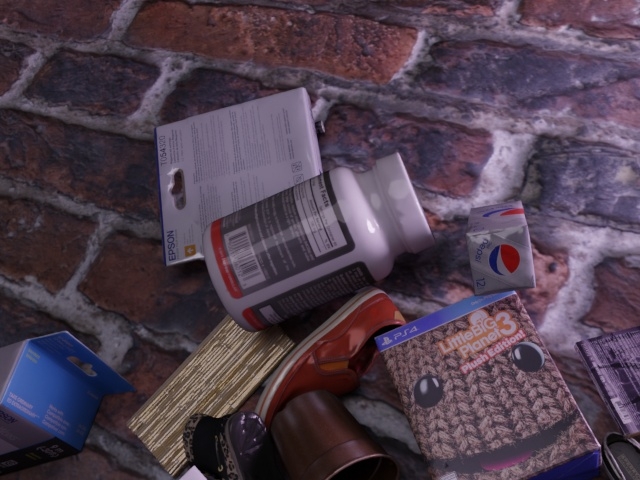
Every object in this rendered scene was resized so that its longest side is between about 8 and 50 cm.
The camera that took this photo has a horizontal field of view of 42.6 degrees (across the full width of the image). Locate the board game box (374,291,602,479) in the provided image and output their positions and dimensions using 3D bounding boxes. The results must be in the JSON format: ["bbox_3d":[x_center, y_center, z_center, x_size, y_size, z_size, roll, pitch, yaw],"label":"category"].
[{"bbox_3d":[0.248,0.248,1.239,0.232,0.141,0.291,-25,54,3],"label":"board game box"}]

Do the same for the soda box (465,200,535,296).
[{"bbox_3d":[0.285,0.005,1.301,0.091,0.286,0.098,-9,97,14],"label":"soda box"}]

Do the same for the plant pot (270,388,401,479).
[{"bbox_3d":[0.011,0.331,1.268,0.167,0.167,0.165,-35,46,-5],"label":"plant pot"}]

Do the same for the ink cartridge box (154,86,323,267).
[{"bbox_3d":[-0.158,-0.118,1.632,0.330,0.071,0.324,-13,66,11],"label":"ink cartridge box"}]

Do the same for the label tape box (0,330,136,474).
[{"bbox_3d":[-0.529,0.295,1.412,0.347,0.249,0.115,-16,55,9],"label":"label tape box"}]

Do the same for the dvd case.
[{"bbox_3d":[0.516,0.194,1.221,0.221,0.018,0.165,-14,49,-5],"label":"dvd case"}]

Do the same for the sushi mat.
[{"bbox_3d":[-0.195,0.255,1.465,0.151,0.019,0.316,34,74,34],"label":"sushi mat"}]

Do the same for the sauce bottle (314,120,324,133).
[{"bbox_3d":[-0.055,-0.220,1.705,0.128,0.042,0.042,-12,56,10],"label":"sauce bottle"}]

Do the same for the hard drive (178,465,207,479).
[{"bbox_3d":[-0.153,0.507,1.168,0.203,0.040,0.307,-41,83,-24],"label":"hard drive"}]

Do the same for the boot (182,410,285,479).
[{"bbox_3d":[-0.136,0.385,1.318,0.178,0.085,0.237,-11,93,53],"label":"boot"}]

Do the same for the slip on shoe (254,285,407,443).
[{"bbox_3d":[0.015,0.217,1.361,0.331,0.123,0.101,-43,59,-16],"label":"slip on shoe"}]

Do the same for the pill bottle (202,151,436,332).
[{"bbox_3d":[0.000,0.000,1.412,0.362,0.210,0.210,-23,54,8],"label":"pill bottle"}]

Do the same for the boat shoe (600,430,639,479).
[{"bbox_3d":[0.467,0.361,1.135,0.077,0.070,0.219,-36,54,-5],"label":"boat shoe"}]
